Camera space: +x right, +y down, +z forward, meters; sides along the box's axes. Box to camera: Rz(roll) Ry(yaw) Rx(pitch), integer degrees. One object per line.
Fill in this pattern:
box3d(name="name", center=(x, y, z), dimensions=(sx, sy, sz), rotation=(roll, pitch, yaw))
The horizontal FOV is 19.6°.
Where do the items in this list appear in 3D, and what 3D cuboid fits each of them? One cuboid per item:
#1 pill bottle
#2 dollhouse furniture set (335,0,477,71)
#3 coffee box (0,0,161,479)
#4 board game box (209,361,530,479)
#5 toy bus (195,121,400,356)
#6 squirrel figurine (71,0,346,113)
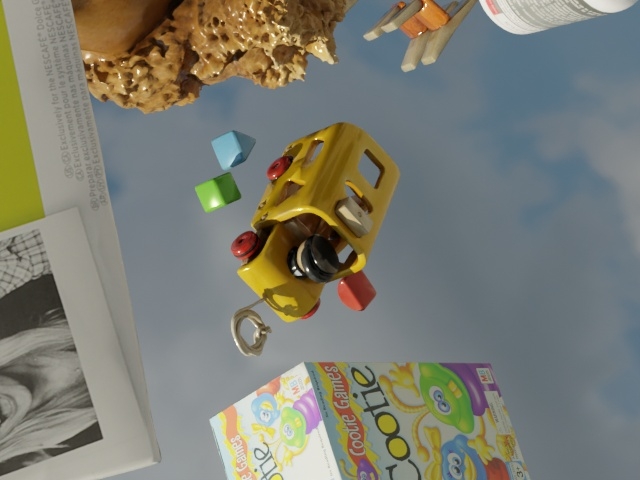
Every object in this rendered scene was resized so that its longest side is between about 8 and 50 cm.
box3d(name="pill bottle", center=(0.367, -0.393, 2.640), dimensions=(0.161, 0.283, 0.161), rotation=(3, -96, -35))
box3d(name="dollhouse furniture set", center=(0.035, -0.317, 2.016), dimensions=(0.262, 0.135, 0.259), rotation=(39, 171, -10))
box3d(name="coffee box", center=(-0.332, -0.007, 1.217), dimensions=(0.334, 0.338, 0.337), rotation=(-13, -169, -18))
box3d(name="board game box", center=(0.053, 0.209, 1.810), dimensions=(0.275, 0.142, 0.144), rotation=(4, -119, -46))
box3d(name="toy bus", center=(0.000, -0.012, 1.677), dimensions=(0.191, 0.104, 0.202), rotation=(-5, -103, -49))
box3d(name="squirrel figurine", center=(-0.132, -0.331, 1.816), dimensions=(0.397, 0.370, 0.281), rotation=(56, 180, -26))
